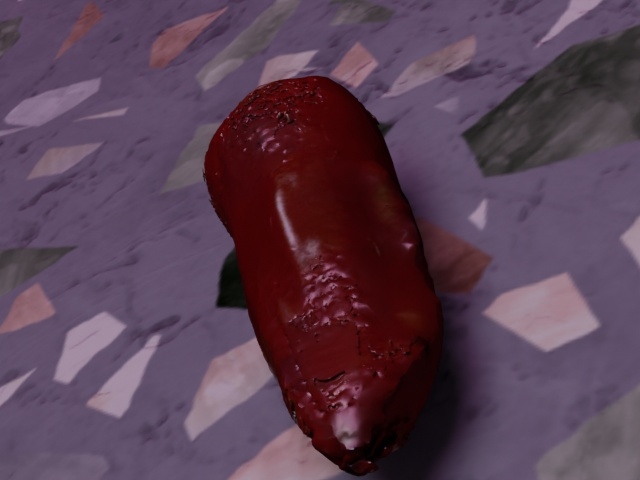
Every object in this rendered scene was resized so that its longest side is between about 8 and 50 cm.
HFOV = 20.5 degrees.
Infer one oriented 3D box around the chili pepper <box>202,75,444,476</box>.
[{"bbox_3d":[0.000,0.000,0.951,0.110,0.110,0.387,-29,33,8],"label":"chili pepper"}]
